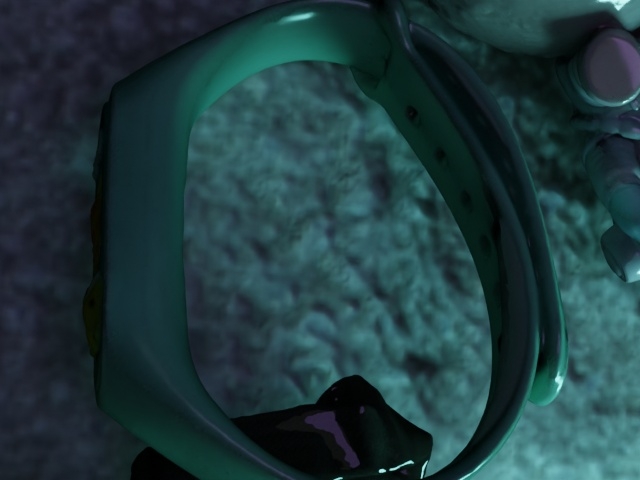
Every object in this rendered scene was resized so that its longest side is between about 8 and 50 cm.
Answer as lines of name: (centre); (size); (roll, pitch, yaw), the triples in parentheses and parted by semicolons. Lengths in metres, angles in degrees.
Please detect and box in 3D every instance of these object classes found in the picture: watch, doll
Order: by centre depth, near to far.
watch: (0.000, 0.000, 0.621); (0.195, 0.068, 0.237); (2, 64, -11)
doll: (0.145, -0.086, 0.688); (0.151, 0.151, 0.287); (-40, 108, -19)

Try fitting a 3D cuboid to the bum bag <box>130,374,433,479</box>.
bum bag: (-0.036, 0.212, 0.625); (0.142, 0.080, 0.326); (16, 77, -25)
